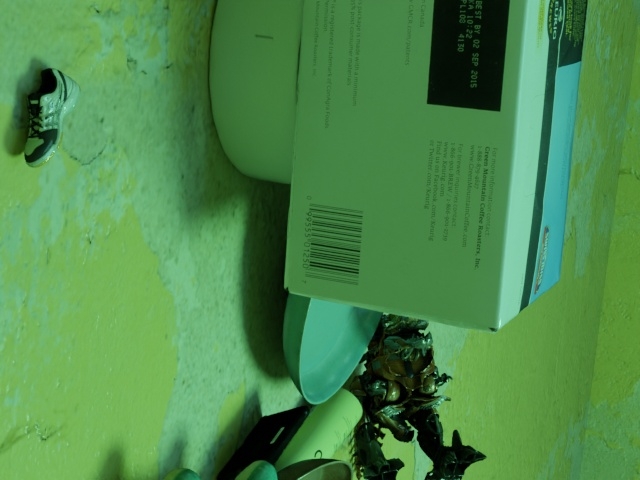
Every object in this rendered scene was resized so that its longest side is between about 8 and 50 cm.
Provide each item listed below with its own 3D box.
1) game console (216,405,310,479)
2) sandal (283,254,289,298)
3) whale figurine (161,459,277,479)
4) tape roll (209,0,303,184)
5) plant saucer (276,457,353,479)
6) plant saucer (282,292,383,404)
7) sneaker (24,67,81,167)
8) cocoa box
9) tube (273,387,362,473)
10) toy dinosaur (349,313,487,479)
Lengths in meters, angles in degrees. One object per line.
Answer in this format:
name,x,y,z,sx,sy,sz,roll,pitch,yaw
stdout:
game console,-0.062,0.259,1.482,0.071,0.107,0.122,59,36,-15
sandal,0.000,0.000,1.559,0.067,0.040,0.179,75,32,-48
whale figurine,-0.111,0.321,1.249,0.272,0.141,0.216,-26,123,-48
tape roll,-0.011,-0.199,1.380,0.286,0.100,0.286,10,90,-68
plant saucer,-0.047,0.314,1.472,0.198,0.036,0.198,-35,151,-23
plant saucer,0.031,0.040,1.546,0.317,0.044,0.317,-54,155,-40
sneaker,-0.220,-0.098,1.016,0.037,0.032,0.083,45,51,-47
cocoa box,0.122,-0.115,1.292,0.228,0.231,0.347,-23,119,-63
tube,-0.027,0.279,1.590,0.070,0.062,0.240,57,45,-16
toy dinosaur,0.107,0.228,1.739,0.322,0.164,0.218,77,-7,-54
